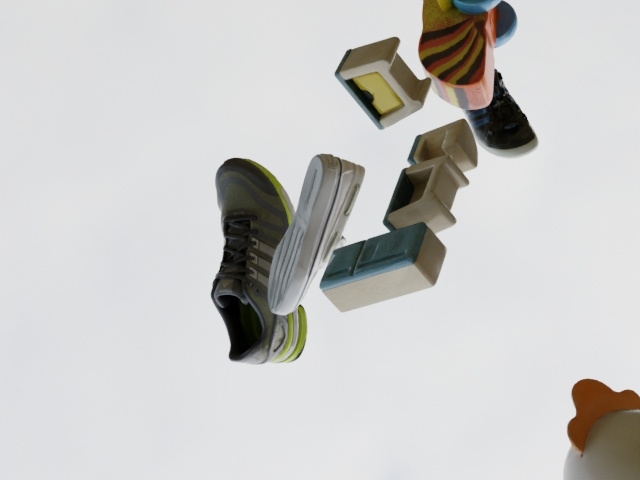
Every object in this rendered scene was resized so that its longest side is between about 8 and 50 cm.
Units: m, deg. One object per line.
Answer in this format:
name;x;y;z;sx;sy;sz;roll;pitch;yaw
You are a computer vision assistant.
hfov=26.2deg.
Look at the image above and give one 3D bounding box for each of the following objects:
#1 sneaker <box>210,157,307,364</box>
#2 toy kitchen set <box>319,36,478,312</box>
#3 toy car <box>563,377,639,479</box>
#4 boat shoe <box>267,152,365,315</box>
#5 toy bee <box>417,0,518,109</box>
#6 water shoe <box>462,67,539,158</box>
sneaker;-0.096;0.033;1.898;0.111;0.300;0.121;-10;-177;31
toy kitchen set;0.046;-0.067;1.358;0.122;0.166;0.207;-19;-146;39
toy car;0.282;0.215;1.124;0.210;0.219;0.238;-18;-97;-40
boat shoe;0.000;0.000;1.768;0.076;0.226;0.083;10;-155;-25
toy bee;0.169;-0.296;1.731;0.162;0.195;0.298;6;-138;24
water shoe;0.229;-0.189;1.884;0.073;0.080;0.203;-25;-136;-8
